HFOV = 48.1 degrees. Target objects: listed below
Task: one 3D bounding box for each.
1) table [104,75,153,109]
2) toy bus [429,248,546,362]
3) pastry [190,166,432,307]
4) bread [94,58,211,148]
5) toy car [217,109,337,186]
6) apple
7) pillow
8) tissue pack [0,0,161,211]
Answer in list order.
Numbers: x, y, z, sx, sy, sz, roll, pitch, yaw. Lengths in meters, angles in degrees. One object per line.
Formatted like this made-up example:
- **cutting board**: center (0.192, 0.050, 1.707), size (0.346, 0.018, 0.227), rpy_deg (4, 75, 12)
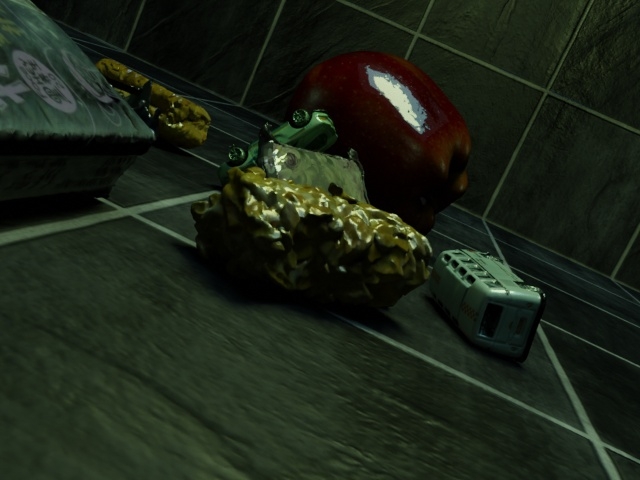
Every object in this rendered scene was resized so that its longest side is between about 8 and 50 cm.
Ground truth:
- **table**: center (-0.353, -0.214, 1.054), size (0.146, 0.063, 0.175), rpy_deg (17, -18, -35)
- **toy bus**: center (0.194, 0.068, 0.877), size (0.089, 0.087, 0.194), rpy_deg (12, 15, -13)
- **pastry**: center (0.000, 0.000, 0.723), size (0.250, 0.102, 0.154), rpy_deg (12, 15, -40)
- **bread**: center (-0.283, -0.223, 1.184), size (0.211, 0.083, 0.114), rpy_deg (28, -2, 26)
- **toy car**: center (-0.059, -0.120, 1.031), size (0.058, 0.186, 0.093), rpy_deg (63, 6, 21)
- **apple**: center (0.090, -0.157, 1.207), size (0.317, 0.288, 0.288), rpy_deg (43, 18, 23)
- **pillow**: center (-0.005, -0.061, 0.978), size (0.059, 0.169, 0.255), rpy_deg (-16, -12, 31)
- **tissue pack**: center (-0.300, -0.138, 0.534), size (0.259, 0.122, 0.361), rpy_deg (45, 13, 2)
